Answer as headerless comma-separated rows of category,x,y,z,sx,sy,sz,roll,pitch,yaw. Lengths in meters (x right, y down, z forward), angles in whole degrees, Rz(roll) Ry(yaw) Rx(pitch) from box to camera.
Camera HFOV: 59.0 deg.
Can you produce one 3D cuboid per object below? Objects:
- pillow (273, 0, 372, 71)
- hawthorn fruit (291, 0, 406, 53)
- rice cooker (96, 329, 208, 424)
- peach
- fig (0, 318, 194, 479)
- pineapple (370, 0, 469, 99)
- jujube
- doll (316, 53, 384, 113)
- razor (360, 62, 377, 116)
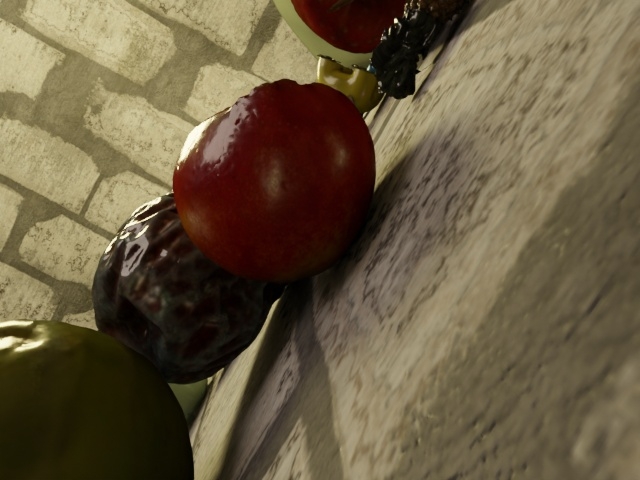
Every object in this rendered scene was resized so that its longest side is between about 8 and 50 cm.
pillow,0.014,-0.477,1.188,0.120,0.322,0.255,-40,3,-12
hawthorn fruit,0.069,-0.367,0.723,0.258,0.258,0.262,-60,27,11
rice cooker,-0.361,0.269,1.128,0.226,0.244,0.226,-37,12,9
peach,-0.042,-0.061,0.520,0.190,0.191,0.192,-76,-5,-62
fig,-0.272,0.250,0.510,0.343,0.344,0.343,-60,8,14
pineapple,0.105,-0.227,0.599,0.159,0.074,0.074,-63,7,12
jujube,-0.137,0.028,0.707,0.226,0.226,0.317,-56,-3,34
doll,0.011,-0.171,0.886,0.143,0.135,0.220,-2,-61,-62
razor,0.089,-0.263,0.928,0.253,0.042,0.081,-53,13,52
